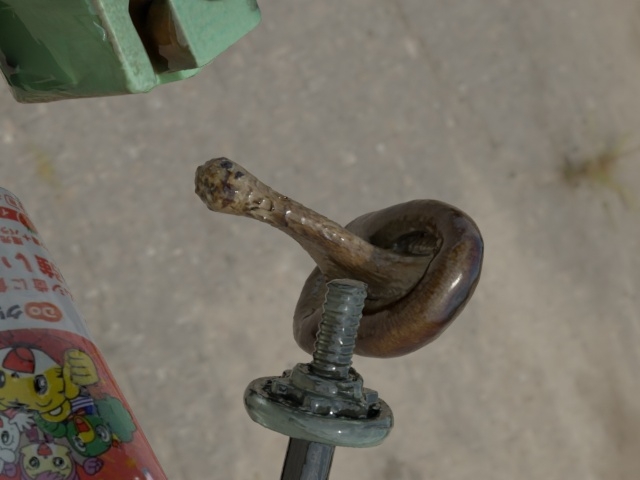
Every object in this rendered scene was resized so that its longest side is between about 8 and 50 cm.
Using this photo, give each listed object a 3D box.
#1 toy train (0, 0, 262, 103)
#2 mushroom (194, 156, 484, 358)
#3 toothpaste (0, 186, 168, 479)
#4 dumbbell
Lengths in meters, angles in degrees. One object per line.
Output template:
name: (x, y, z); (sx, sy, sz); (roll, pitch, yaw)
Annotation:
toy train: (-0.159, -0.230, 1.164); (0.159, 0.129, 0.326); (-43, 120, -43)
mushroom: (0.000, 0.000, 1.600); (0.217, 0.227, 0.148); (35, 61, -27)
toothpaste: (-0.123, 0.043, 0.776); (0.089, 0.057, 0.234); (-4, 39, -23)
dumbbell: (-0.013, 0.143, 1.058); (0.081, 0.081, 0.254); (-4, 110, -57)
